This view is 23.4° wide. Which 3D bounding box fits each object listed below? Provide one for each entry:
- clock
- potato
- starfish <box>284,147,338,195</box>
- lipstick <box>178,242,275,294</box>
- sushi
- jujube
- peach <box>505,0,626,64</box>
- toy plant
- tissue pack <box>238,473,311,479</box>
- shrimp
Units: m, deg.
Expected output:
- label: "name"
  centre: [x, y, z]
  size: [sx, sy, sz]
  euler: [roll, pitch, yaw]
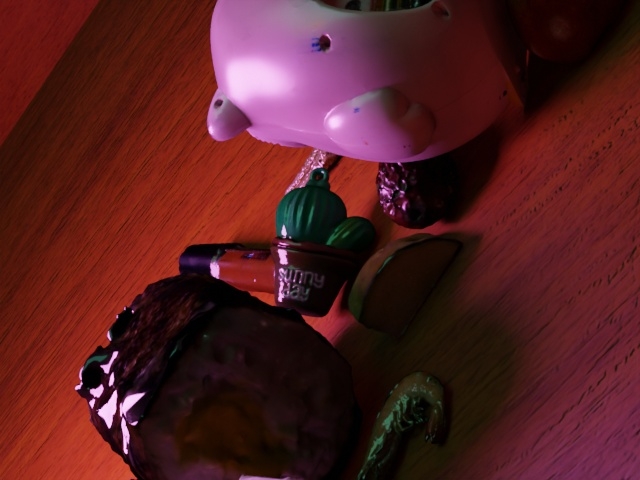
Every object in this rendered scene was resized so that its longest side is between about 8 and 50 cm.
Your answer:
- label: "clock"
  centre: [0.042, -0.263, 1.867]
  size: [0.377, 0.250, 0.368]
  euler: [-7, 52, 21]
- label: "potato"
  centre: [0.088, 0.025, 1.890]
  size: [0.149, 0.081, 0.120]
  euler: [-57, 26, 16]
- label: "starfish"
  centre: [0.014, -0.169, 2.293]
  size: [0.247, 0.050, 0.138]
  euler: [-43, 29, 35]
- label: "lipstick"
  centre: [-0.109, 0.042, 2.299]
  size: [0.418, 0.077, 0.077]
  euler: [2, 68, 64]
- label: "sushi"
  centre: [-0.122, 0.205, 1.894]
  size: [0.281, 0.299, 0.294]
  euler: [-41, 20, -17]
- label: "jujube"
  centre: [0.115, -0.083, 1.930]
  size: [0.104, 0.104, 0.166]
  euler: [-50, 23, 30]
- label: "peach"
  centre: [0.268, -0.276, 1.767]
  size: [0.118, 0.151, 0.151]
  euler: [-57, 20, -17]
- label: "toy plant"
  centre: [0.000, 0.000, 2.056]
  size: [0.143, 0.105, 0.200]
  euler: [10, 80, 21]
- label: "tissue pack"
  centre: [-0.030, 0.430, 1.572]
  size: [0.266, 0.194, 0.356]
  euler: [-12, 55, 63]
- label: "shrimp"
  centre: [0.094, 0.230, 1.731]
  size: [0.124, 0.034, 0.178]
  euler: [1, 62, 58]
